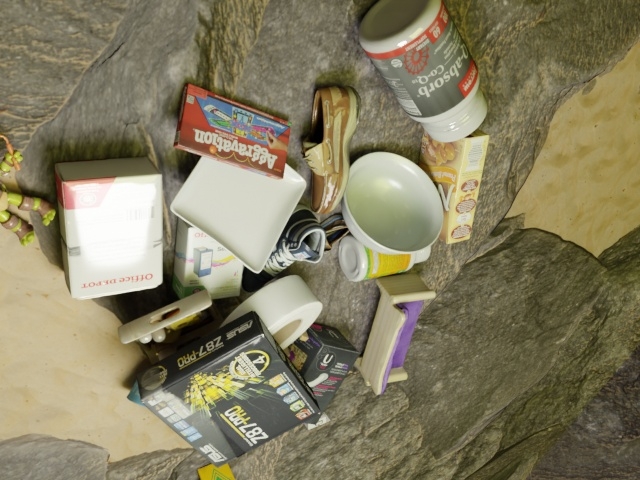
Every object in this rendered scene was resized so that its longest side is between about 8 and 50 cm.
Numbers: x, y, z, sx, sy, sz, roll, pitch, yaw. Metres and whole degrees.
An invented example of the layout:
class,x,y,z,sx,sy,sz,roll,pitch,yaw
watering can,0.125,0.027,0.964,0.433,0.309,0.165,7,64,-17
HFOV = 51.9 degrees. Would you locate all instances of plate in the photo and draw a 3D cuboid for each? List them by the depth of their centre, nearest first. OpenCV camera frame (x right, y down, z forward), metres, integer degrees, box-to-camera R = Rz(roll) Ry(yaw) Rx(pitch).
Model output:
class,x,y,z,sx,sy,sz,roll,pitch,yaw
plate,-0.191,-0.107,1.558,0.277,0.045,0.277,39,66,-29

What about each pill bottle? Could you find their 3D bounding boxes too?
class,x,y,z,sx,sy,sz,roll,pitch,yaw
pill bottle,0.265,-0.424,1.619,0.210,0.210,0.363,-45,131,-1
pill bottle,0.188,0.031,1.889,0.246,0.136,0.136,-10,122,-27

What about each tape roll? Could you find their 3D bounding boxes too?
class,x,y,z,sx,sy,sz,roll,pitch,yaw
tape roll,-0.135,0.220,1.744,0.286,0.100,0.286,-36,162,-13

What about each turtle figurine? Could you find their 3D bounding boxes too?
class,x,y,z,sx,sy,sz,roll,pitch,yaw
turtle figurine,-0.670,-0.072,1.334,0.269,0.087,0.217,-54,138,-4

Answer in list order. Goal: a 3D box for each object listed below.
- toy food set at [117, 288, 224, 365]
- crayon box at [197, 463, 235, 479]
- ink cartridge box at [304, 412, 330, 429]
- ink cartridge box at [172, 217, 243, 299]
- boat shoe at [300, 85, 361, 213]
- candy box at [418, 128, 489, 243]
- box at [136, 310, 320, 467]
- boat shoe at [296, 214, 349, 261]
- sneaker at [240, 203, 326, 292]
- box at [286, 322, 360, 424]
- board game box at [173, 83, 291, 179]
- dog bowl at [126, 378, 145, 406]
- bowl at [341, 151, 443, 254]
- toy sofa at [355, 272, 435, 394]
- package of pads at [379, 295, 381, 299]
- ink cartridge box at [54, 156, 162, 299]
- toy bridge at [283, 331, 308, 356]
class,x,y,z,sx,sy,sz,roll,pitch,yaw
toy food set,-0.347,0.234,1.624,0.220,0.092,0.306,-24,161,-9
crayon box,-0.262,0.913,2.021,0.106,0.313,0.362,-16,125,-19
ink cartridge box,-0.014,0.579,2.150,0.083,0.048,0.028,-16,124,-25
ink cartridge box,-0.276,0.037,1.638,0.154,0.093,0.212,-4,117,-29
boat shoe,0.006,-0.229,1.647,0.120,0.122,0.323,2,108,-27
candy box,0.356,-0.172,1.841,0.088,0.183,0.316,-10,122,-26
box,-0.213,0.379,1.626,0.318,0.097,0.394,-26,134,0
boat shoe,0.000,0.000,1.801,0.183,0.066,0.066,-40,130,-5
sneaker,-0.098,0.046,1.711,0.099,0.153,0.282,35,96,-40
box,-0.037,0.393,1.961,0.165,0.143,0.270,21,105,-42
board game box,-0.196,-0.245,1.518,0.281,0.027,0.144,14,80,-37
dog bowl,-0.367,0.415,1.767,0.297,0.166,0.074,22,80,-38
bowl,0.170,-0.078,1.771,0.298,0.297,0.134,-7,160,-28
toy sofa,0.233,0.293,2.017,0.150,0.177,0.362,-5,126,-25
package of pads,0.222,0.156,2.054,0.050,0.032,0.083,2,116,-35
ink cartridge box,-0.468,-0.030,1.463,0.207,0.117,0.282,-8,120,-28
toy bridge,-0.108,0.314,1.922,0.026,0.063,0.188,21,124,-39
